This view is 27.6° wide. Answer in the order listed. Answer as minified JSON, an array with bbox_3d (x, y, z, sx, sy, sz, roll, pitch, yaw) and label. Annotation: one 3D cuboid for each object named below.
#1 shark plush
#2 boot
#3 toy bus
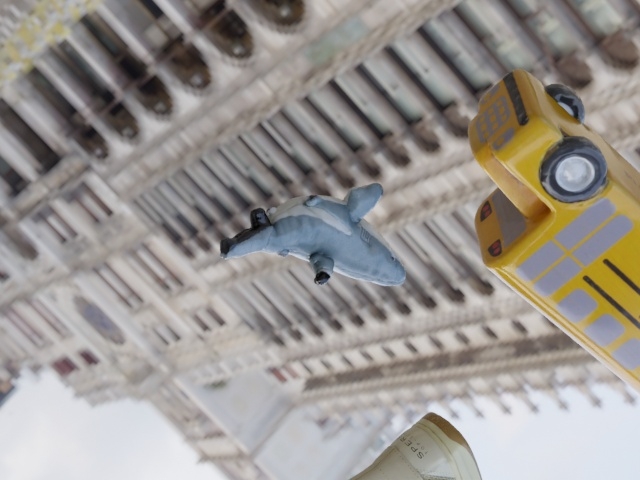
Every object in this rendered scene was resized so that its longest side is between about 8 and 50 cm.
[{"bbox_3d":[0.000,0.000,0.889,0.073,0.067,0.161,-30,160,25],"label":"shark plush"},{"bbox_3d":[0.067,0.309,1.169,0.203,0.262,0.095,-28,-154,-22],"label":"boot"},{"bbox_3d":[0.238,0.015,1.038,0.130,0.333,0.108,-43,-158,22],"label":"toy bus"}]
